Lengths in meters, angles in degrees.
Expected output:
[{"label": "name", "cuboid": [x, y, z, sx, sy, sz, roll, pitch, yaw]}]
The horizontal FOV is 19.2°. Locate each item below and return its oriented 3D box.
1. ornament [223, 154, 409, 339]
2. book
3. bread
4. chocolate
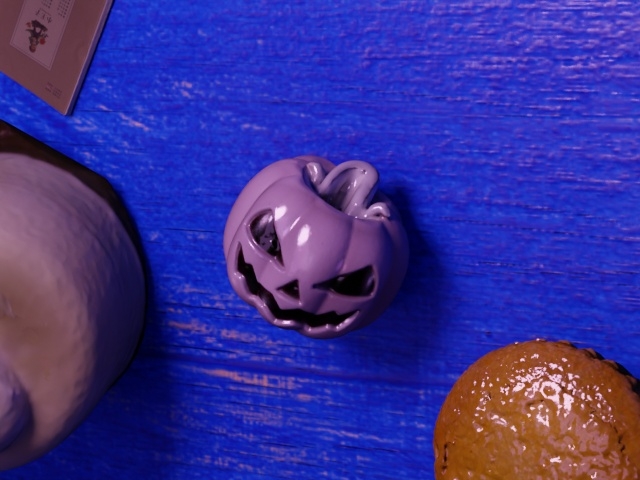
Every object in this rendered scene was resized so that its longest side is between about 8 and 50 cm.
[{"label": "ornament", "cuboid": [-0.001, 0.000, 1.792, 0.177, 0.177, 0.178, 7, 104, 32]}, {"label": "book", "cuboid": [-0.287, -0.251, 2.020, 0.138, 0.016, 0.199, 35, 116, 22]}, {"label": "bread", "cuboid": [0.217, 0.198, 1.709, 0.240, 0.139, 0.240, 7, 103, 32]}, {"label": "chocolate", "cuboid": [-0.357, 0.071, 1.926, 0.326, 0.297, 0.314, 32, 107, 5]}]
